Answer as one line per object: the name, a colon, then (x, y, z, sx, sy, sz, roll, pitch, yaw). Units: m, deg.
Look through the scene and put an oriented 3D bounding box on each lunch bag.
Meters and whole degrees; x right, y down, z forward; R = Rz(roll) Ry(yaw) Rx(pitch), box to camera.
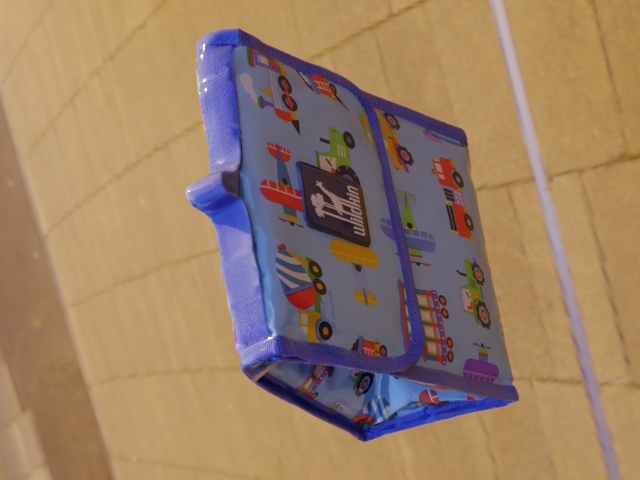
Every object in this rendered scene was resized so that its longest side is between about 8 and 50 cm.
lunch bag: (0.000, 0.000, 0.866, 0.138, 0.293, 0.220, -19, 67, 26)
